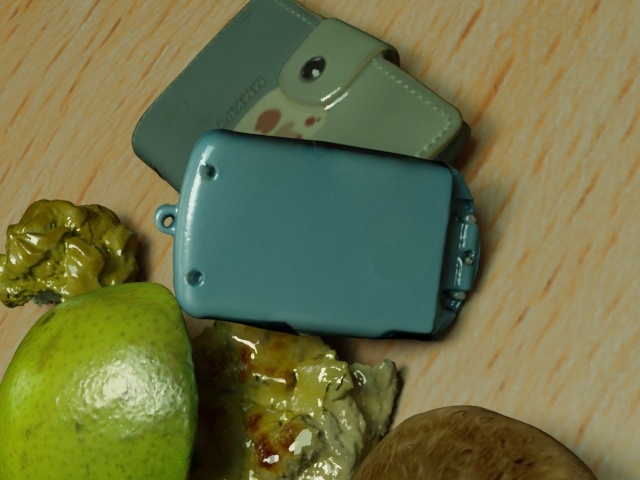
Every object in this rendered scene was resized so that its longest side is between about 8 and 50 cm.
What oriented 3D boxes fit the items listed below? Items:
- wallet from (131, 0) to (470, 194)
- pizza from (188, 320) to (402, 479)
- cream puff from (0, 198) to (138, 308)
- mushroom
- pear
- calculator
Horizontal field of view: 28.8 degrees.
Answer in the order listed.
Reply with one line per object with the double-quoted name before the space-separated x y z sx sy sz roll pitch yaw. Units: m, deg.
"wallet" -0.028 -0.111 1.257 0.252 0.083 0.360 -50 48 -2
"pizza" -0.051 0.156 1.146 0.223 0.089 0.323 -53 52 3
"cream puff" -0.273 0.017 1.321 0.156 0.156 0.121 7 89 35
"mushroom" 0.106 0.260 0.954 0.278 0.146 0.278 -16 62 33
"pear" -0.201 0.159 1.130 0.239 0.139 0.288 -30 59 48
"calculator" 0.000 0.000 1.090 0.051 0.293 0.173 -160 77 -76
